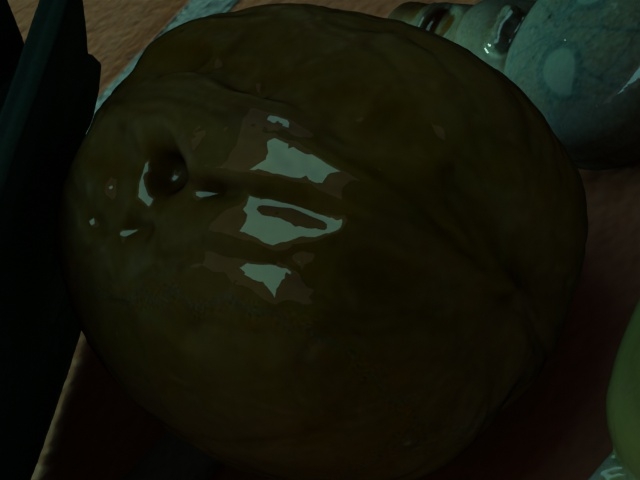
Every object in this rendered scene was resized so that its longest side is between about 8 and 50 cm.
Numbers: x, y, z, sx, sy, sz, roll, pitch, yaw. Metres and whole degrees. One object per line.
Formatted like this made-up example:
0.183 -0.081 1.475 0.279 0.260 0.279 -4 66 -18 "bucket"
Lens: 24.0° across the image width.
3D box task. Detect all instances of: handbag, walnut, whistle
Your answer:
-0.175 0.051 0.652 0.100 0.268 0.274 12 55 0 "handbag"
0.000 0.000 0.615 0.222 0.195 0.195 20 66 49 "walnut"
0.111 -0.089 0.726 0.220 0.057 0.107 15 76 52 "whistle"

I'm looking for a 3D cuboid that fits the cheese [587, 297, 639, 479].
0.136 0.073 0.543 0.255 0.050 0.127 -48 40 -9 "cheese"
